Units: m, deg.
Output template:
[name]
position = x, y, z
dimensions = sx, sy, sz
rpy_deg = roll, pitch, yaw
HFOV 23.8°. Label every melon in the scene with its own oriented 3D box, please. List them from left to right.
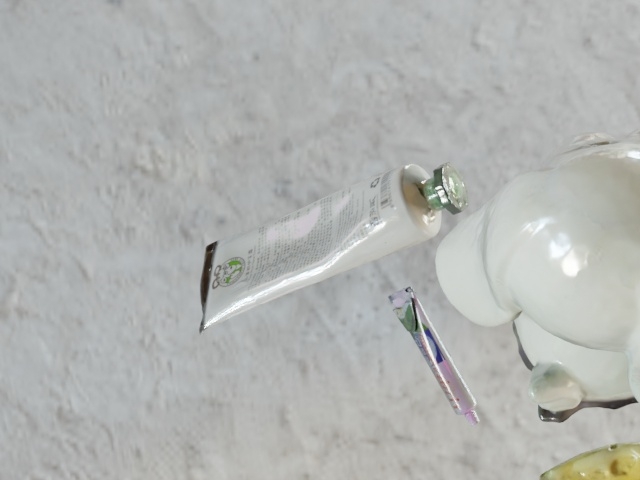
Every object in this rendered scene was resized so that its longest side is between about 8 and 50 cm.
[melon]
position = 0.265, 0.236, 1.237
dimensions = 0.128, 0.079, 0.160
rpy_deg = -39, 63, 2

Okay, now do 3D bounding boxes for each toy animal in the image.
[toy animal]
position = 0.205, 0.029, 1.161
dimensions = 0.249, 0.289, 0.174
rpy_deg = 12, 62, 39

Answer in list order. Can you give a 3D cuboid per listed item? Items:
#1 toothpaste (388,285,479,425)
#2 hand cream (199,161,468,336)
[toothpaste]
position = 0.129, 0.128, 1.675
dimensions = 0.028, 0.045, 0.170
rpy_deg = -30, 91, -32
[hand cream]
position = 0.000, 0.000, 1.574
dimensions = 0.336, 0.076, 0.121
rpy_deg = -22, 42, 31
